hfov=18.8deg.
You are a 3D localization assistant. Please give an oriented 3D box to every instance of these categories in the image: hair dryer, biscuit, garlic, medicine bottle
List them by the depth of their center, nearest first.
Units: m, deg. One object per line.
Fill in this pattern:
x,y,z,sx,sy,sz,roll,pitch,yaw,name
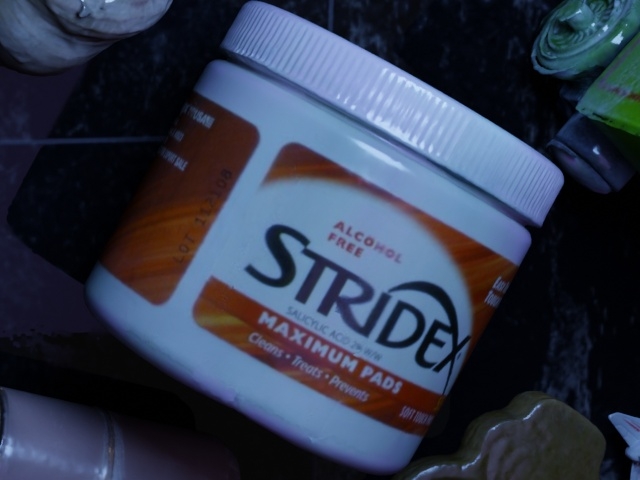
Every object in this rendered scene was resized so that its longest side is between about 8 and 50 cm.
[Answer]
-0.157,-0.222,1.251,0.212,0.219,0.218,-30,116,-49,garlic
0.000,0.000,1.306,0.252,0.252,0.240,28,91,-24,medicine bottle
-0.185,0.287,1.358,0.189,0.107,0.344,16,86,-25,hair dryer
0.101,0.257,1.520,0.320,0.047,0.183,-31,108,-10,biscuit

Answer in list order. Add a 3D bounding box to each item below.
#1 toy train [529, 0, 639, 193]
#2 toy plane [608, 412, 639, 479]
0.307,-0.150,1.392,0.307,0.249,0.173,-48,116,-5,toy train
0.318,0.146,1.563,0.171,0.065,0.162,-21,108,-17,toy plane
